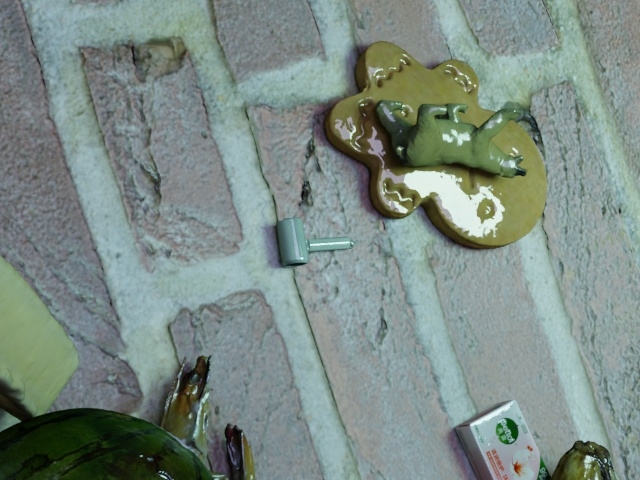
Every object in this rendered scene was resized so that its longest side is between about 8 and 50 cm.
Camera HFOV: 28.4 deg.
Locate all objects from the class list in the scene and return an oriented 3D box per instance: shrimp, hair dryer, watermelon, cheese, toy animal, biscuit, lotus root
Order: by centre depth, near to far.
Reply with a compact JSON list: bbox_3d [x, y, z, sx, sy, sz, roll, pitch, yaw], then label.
[{"bbox_3d":[-0.417,0.050,1.343,0.384,0.384,0.104,37,70,-12],"label":"cheese"},{"bbox_3d":[-0.271,0.350,1.345,0.363,0.363,0.363,6,75,-23],"label":"watermelon"},{"bbox_3d":[-0.146,0.267,1.576,0.150,0.068,0.248,6,80,-36],"label":"shrimp"},{"bbox_3d":[0.364,0.402,1.717,0.110,0.097,0.258,14,65,-52],"label":"lotus root"},{"bbox_3d":[0.000,0.000,1.721,0.124,0.038,0.063,-4,79,-31],"label":"hair dryer"},{"bbox_3d":[0.187,-0.140,1.759,0.219,0.103,0.101,0,98,-26],"label":"toy animal"},{"bbox_3d":[0.179,-0.130,1.823,0.355,0.052,0.275,37,66,-11],"label":"biscuit"}]

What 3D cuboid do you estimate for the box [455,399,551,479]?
[{"bbox_3d":[0.253,0.295,1.756,0.089,0.043,0.125,-25,89,-27],"label":"box"}]
